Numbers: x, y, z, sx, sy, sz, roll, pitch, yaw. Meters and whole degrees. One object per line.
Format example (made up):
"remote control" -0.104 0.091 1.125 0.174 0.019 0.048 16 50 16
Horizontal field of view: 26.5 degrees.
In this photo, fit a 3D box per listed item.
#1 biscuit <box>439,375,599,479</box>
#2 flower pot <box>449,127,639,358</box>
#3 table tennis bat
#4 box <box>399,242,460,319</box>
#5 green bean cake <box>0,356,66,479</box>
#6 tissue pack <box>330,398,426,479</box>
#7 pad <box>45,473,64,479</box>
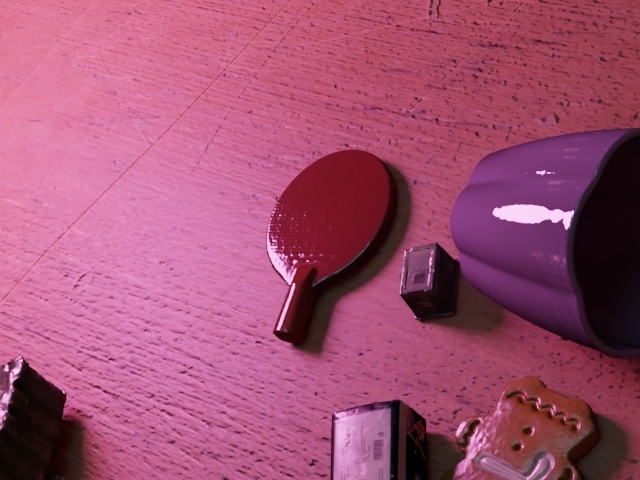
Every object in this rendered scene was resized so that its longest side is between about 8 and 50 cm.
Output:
"biscuit" 0.212 0.274 1.558 0.184 0.035 0.249 27 77 44
"flower pot" 0.297 -0.006 1.575 0.243 0.265 0.265 9 64 55
"table tennis bat" 0.000 0.000 1.903 0.200 0.038 0.310 0 59 35
"box" 0.139 0.050 1.751 0.060 0.063 0.084 -11 53 31
"green bean cake" -0.496 0.311 1.951 0.241 0.132 0.255 -25 39 30
"tissue pack" 0.069 0.285 1.611 0.103 0.090 0.170 -16 50 25
"pad" -0.447 0.434 1.903 0.158 0.003 0.235 -5 55 48
